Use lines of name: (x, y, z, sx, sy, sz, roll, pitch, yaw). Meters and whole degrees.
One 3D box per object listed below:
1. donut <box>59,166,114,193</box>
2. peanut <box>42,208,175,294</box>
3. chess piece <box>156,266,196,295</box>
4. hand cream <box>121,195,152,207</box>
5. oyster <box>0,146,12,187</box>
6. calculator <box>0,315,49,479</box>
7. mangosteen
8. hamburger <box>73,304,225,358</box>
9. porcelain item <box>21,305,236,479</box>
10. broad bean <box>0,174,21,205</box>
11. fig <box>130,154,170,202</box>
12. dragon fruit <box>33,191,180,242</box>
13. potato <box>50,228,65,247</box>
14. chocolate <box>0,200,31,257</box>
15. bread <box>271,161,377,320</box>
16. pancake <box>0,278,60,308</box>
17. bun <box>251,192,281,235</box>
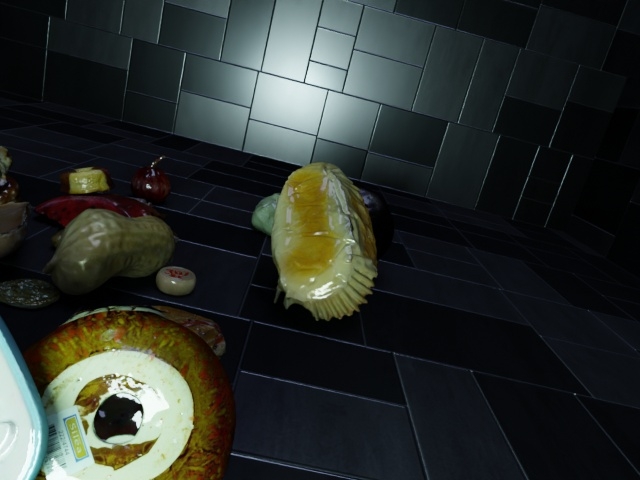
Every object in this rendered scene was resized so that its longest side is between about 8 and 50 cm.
donut: (-0.600, -0.154, 1.316, 0.140, 0.059, 0.140, -5, 16, 1)
peanut: (-0.415, 0.009, 1.040, 0.142, 0.160, 0.291, -10, 4, 27)
chess piece: (-0.309, 0.086, 1.099, 0.083, 0.038, 0.084, 12, 18, -4)
hand cream: (-0.602, -0.113, 1.506, 0.209, 0.043, 0.067, 10, 14, 2)
oyster: (-0.794, -0.073, 1.036, 0.111, 0.204, 0.396, 50, 22, -13)
calculator: (-0.398, 0.136, 0.456, 0.386, 0.256, 0.054, 42, -7, 21)
mangosteen: (0.066, -0.026, 1.491, 0.274, 0.275, 0.302, 12, -19, -8)
hamburger: (-0.251, 0.158, 0.758, 0.230, 0.107, 0.231, 5, 1, 0)
porcelain item: (-0.221, 0.201, 0.562, 0.252, 0.253, 0.253, 14, 16, -4)
broad bean: (-0.823, -0.122, 1.257, 0.165, 0.085, 0.114, 5, 23, -11)
fig: (-0.537, -0.184, 1.646, 0.128, 0.150, 0.129, 29, 41, -29)
dragon fruit: (-0.524, -0.068, 1.330, 0.343, 0.100, 0.282, 20, 13, 16)
potato: (-0.573, -0.005, 1.162, 0.051, 0.040, 0.083, 10, 15, 2)
chocolate: (-0.658, -0.006, 1.019, 0.160, 0.083, 0.261, -12, 21, -19)
bread: (0.013, 0.000, 1.198, 0.235, 0.183, 0.389, -6, 56, 13)
pancake: (-0.524, 0.094, 0.920, 0.107, 0.017, 0.108, 14, 20, -5)
bun: (-0.116, -0.083, 1.670, 0.212, 0.127, 0.203, 23, 20, 23)
